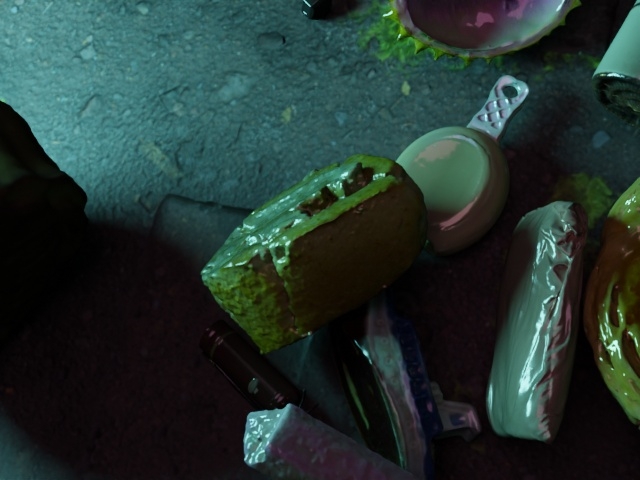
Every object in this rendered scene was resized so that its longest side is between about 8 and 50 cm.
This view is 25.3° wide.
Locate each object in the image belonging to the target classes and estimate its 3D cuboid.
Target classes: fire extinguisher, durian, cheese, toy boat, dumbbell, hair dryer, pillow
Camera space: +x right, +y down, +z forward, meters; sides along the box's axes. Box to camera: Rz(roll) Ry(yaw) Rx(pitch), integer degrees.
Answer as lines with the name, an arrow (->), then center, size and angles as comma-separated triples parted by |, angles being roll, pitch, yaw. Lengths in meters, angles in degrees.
fire extinguisher -> -0.072, 0.154, 1.601 | 0.158, 0.043, 0.064 | 42, 114, 24
durian -> 0.203, -0.298, 1.659 | 0.260, 0.154, 0.187 | -4, 90, 10
cheese -> 0.166, -0.091, 1.622 | 0.137, 0.064, 0.227 | 30, 78, 21
toy boat -> 0.095, 0.154, 1.529 | 0.115, 0.114, 0.262 | -14, 70, -25
dumbbell -> -0.023, -0.309, 1.767 | 0.040, 0.036, 0.083 | -42, 65, -3
hair dryer -> 0.499, -0.169, 1.546 | 0.362, 0.128, 0.203 | 29, 78, 14
pillow -> 0.223, 0.088, 1.488 | 0.067, 0.173, 0.270 | 14, 73, -10

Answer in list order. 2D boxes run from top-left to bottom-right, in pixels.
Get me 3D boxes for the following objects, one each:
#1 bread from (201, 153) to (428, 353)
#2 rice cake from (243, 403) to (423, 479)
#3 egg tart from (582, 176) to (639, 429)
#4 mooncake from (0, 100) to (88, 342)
bread -> 0.000, 0.000, 1.537 | 0.257, 0.124, 0.186 | -32, 22, 19
rice cake -> 0.084, 0.271, 1.428 | 0.365, 0.056, 0.073 | 32, 45, -3
egg tart -> 0.456, 0.072, 1.431 | 0.387, 0.169, 0.388 | -6, 65, 13
mooncake -> -0.425, 0.005, 1.603 | 0.324, 0.324, 0.187 | -42, 72, -4
